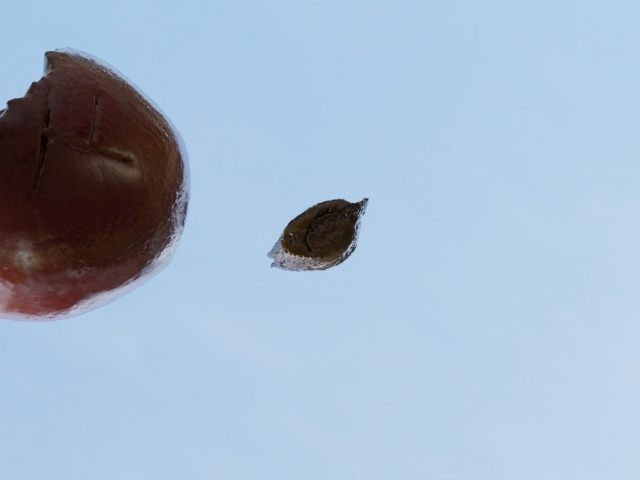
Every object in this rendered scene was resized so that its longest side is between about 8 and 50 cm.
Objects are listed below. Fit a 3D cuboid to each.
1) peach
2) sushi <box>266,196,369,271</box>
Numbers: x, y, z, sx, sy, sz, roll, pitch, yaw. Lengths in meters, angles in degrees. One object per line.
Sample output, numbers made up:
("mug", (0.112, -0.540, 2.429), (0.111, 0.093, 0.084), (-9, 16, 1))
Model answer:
("peach", (-0.213, -0.043, 1.277), (0.226, 0.196, 0.190), (3, -160, -31))
("sushi", (0.000, 0.000, 1.430), (0.099, 0.047, 0.050), (-23, -110, 8))
